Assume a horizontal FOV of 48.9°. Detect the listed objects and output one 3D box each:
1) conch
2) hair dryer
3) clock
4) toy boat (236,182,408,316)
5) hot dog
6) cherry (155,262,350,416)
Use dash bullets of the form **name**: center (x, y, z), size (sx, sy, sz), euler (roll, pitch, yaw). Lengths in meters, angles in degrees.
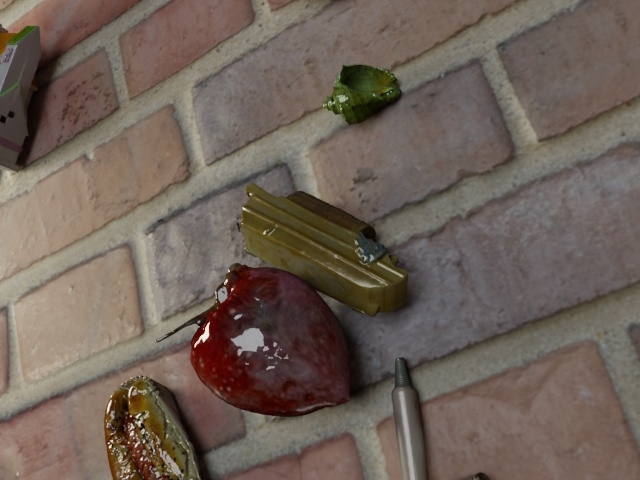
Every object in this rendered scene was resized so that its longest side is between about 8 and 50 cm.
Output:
- **conch**: center (0.059, -0.222, 1.047), size (0.121, 0.074, 0.089), euler (-17, 104, 1)
- **hair dryer**: center (0.093, 0.267, 0.890), size (0.195, 0.053, 0.220), euler (-29, 62, 19)
- **clock**: center (-0.702, -0.318, 1.452), size (0.235, 0.166, 0.310), euler (10, 78, 31)
- **toy boat**: center (0.000, 0.000, 0.998), size (0.310, 0.089, 0.115), euler (25, 51, 33)
- **hot dog**: center (-0.250, 0.332, 1.049), size (0.144, 0.075, 0.268), euler (-39, 62, 10)
- **cherry**: center (-0.060, 0.145, 0.941), size (0.249, 0.175, 0.192), euler (28, 58, 26)
